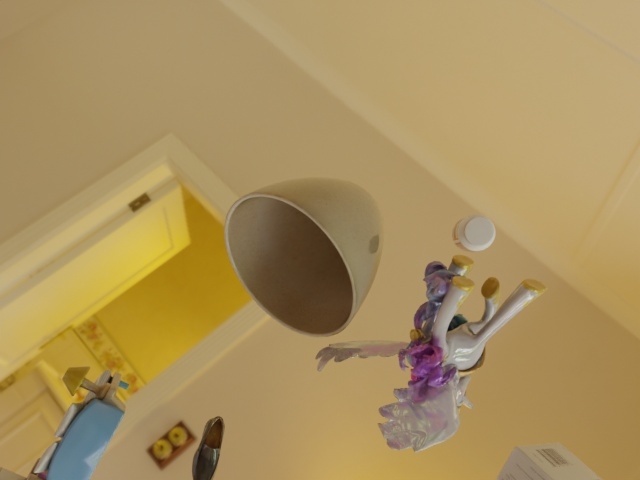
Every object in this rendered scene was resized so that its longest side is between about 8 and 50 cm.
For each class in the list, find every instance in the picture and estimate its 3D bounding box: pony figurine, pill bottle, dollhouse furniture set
[{"bbox_3d":[0.215,0.212,1.265,0.303,0.350,0.364,49,-53,48],"label":"pony figurine"},{"bbox_3d":[0.355,-0.017,1.560,0.086,0.086,0.152,51,2,4],"label":"pill bottle"},{"bbox_3d":[-0.432,0.282,1.017,0.198,0.303,0.286,29,-1,-13],"label":"dollhouse furniture set"}]

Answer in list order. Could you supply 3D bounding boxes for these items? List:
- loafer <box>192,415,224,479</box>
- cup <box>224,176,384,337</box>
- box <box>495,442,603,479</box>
[{"bbox_3d":[-0.266,0.501,1.603,0.062,0.170,0.061,13,-31,-11],"label":"loafer"},{"bbox_3d":[0.000,0.000,1.404,0.331,0.237,0.331,23,-48,28],"label":"cup"},{"bbox_3d":[0.496,0.533,1.423,0.181,0.119,0.182,10,21,-40],"label":"box"}]
